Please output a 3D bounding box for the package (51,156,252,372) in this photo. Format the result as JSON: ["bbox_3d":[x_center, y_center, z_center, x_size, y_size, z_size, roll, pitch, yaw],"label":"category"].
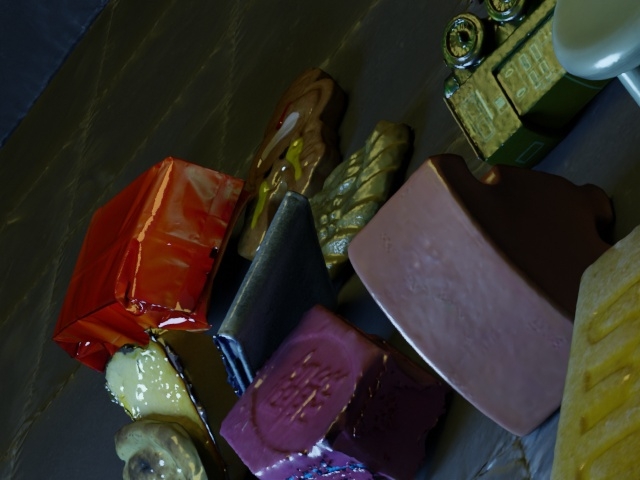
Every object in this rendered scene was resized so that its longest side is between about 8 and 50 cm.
[{"bbox_3d":[-0.216,0.038,2.429,0.423,0.123,0.196,-27,42,66],"label":"package"}]

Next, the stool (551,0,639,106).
[{"bbox_3d":[0.284,-0.146,1.320,0.195,0.199,0.195,-44,21,36],"label":"stool"}]

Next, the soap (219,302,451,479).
[{"bbox_3d":[0.018,0.153,1.706,0.162,0.099,0.250,-52,18,-3],"label":"soap"}]

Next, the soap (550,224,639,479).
[{"bbox_3d":[0.225,0.101,1.250,0.173,0.089,0.274,-43,23,42],"label":"soap"}]

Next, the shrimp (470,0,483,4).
[{"bbox_3d":[0.199,-0.278,1.890,0.145,0.116,0.343,88,-178,-50],"label":"shrimp"}]

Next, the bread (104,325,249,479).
[{"bbox_3d":[-0.138,0.171,1.974,0.140,0.160,0.169,-37,28,49],"label":"bread"}]

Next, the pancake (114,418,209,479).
[{"bbox_3d":[-0.167,0.288,1.952,0.212,0.029,0.235,33,112,50],"label":"pancake"}]

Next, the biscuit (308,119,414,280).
[{"bbox_3d":[0.000,0.000,2.087,0.273,0.036,0.187,-47,21,32],"label":"biscuit"}]

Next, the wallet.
[{"bbox_3d":[-0.038,0.072,1.878,0.222,0.036,0.167,77,-144,-60],"label":"wallet"}]

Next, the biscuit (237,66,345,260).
[{"bbox_3d":[-0.036,-0.103,2.344,0.186,0.044,0.295,-47,22,26],"label":"biscuit"}]

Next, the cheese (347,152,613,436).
[{"bbox_3d":[0.124,0.011,1.511,0.128,0.177,0.203,-47,21,32],"label":"cheese"}]

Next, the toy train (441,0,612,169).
[{"bbox_3d":[0.199,-0.174,1.714,0.225,0.090,0.137,-46,53,29],"label":"toy train"}]
